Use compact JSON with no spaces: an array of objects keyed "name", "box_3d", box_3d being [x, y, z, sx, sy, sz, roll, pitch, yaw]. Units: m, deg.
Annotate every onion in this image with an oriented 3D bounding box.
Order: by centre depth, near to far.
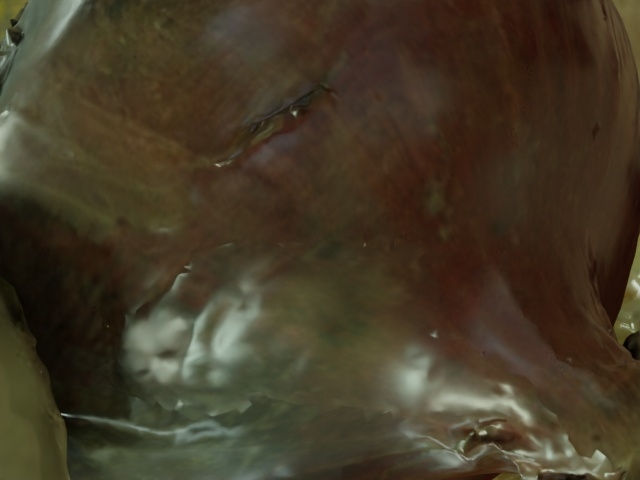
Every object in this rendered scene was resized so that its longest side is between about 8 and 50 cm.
[{"name":"onion","box_3d":[-0.018,-0.008,0.684,0.354,0.353,0.354,56,160,34]}]

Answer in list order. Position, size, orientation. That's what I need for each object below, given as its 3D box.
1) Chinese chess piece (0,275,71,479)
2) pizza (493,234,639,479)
[{"name":"Chinese chess piece","box_3d":[-0.188,0.091,0.559,0.249,0.103,0.250,21,120,42]},{"name":"pizza","box_3d":[0.164,0.103,0.989,0.080,0.435,0.392,42,174,-33]}]
